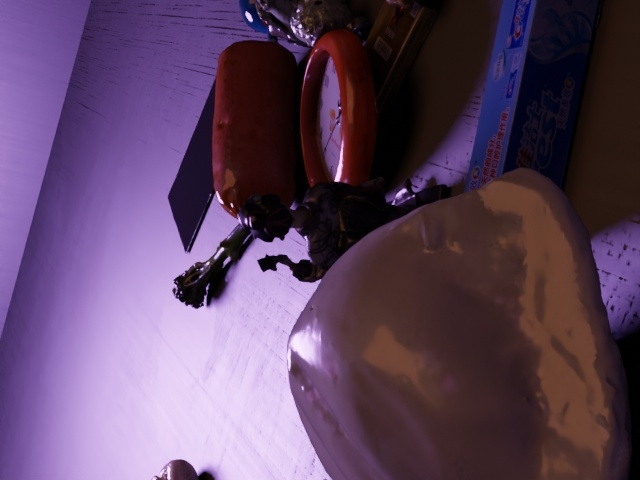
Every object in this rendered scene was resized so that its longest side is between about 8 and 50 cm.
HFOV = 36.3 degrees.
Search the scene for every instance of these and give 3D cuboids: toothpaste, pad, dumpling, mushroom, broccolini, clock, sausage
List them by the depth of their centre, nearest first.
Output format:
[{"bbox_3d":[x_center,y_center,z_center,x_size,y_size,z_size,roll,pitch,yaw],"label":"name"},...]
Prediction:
[{"bbox_3d":[0.092,0.152,0.679,0.395,0.233,0.315,117,152,-55],"label":"dumpling"},{"bbox_3d":[0.177,-0.126,0.810,0.053,0.066,0.272,8,85,63],"label":"toothpaste"},{"bbox_3d":[0.022,-0.135,1.104,0.205,0.051,0.205,177,90,-73],"label":"clock"},{"bbox_3d":[-0.087,-0.139,1.288,0.113,0.113,0.259,-40,42,50],"label":"sausage"},{"bbox_3d":[-0.202,0.340,1.334,0.083,0.067,0.083,-46,32,41],"label":"mushroom"},{"bbox_3d":[-0.153,0.025,1.402,0.216,0.058,0.067,-47,36,44],"label":"broccolini"},{"bbox_3d":[-0.186,-0.150,1.611,0.300,0.005,0.202,-65,28,23],"label":"pad"}]

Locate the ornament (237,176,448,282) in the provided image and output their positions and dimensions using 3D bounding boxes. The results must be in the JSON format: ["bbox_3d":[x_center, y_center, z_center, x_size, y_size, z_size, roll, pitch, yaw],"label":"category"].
[{"bbox_3d":[0.000,0.000,0.958,0.153,0.196,0.166,-16,62,60],"label":"ornament"}]

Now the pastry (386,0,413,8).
[{"bbox_3d":[0.073,-0.399,1.056,0.235,0.132,0.240,-58,28,18],"label":"pastry"}]

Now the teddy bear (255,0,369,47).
[{"bbox_3d":[-0.023,-0.285,1.224,0.213,0.133,0.111,60,140,38],"label":"teddy bear"}]

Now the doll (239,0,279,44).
[{"bbox_3d":[-0.062,-0.328,1.371,0.114,0.085,0.152,-57,40,6],"label":"doll"}]

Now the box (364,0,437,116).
[{"bbox_3d":[0.078,-0.216,1.099,0.133,0.023,0.090,-64,30,23],"label":"box"}]

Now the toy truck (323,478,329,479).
[{"bbox_3d":[0.003,0.288,1.002,0.032,0.024,0.083,-23,49,23],"label":"toy truck"}]
